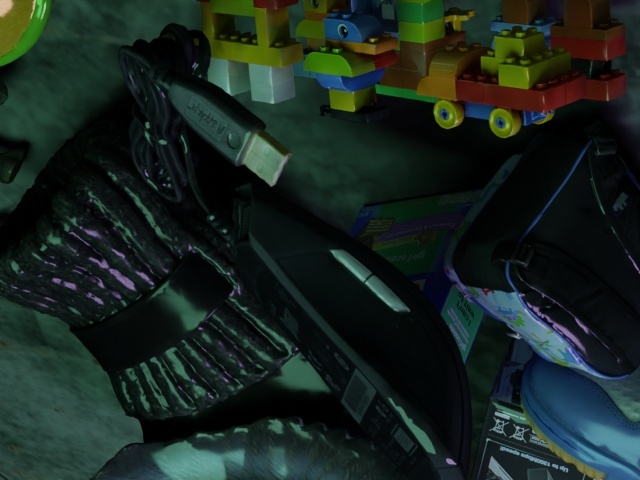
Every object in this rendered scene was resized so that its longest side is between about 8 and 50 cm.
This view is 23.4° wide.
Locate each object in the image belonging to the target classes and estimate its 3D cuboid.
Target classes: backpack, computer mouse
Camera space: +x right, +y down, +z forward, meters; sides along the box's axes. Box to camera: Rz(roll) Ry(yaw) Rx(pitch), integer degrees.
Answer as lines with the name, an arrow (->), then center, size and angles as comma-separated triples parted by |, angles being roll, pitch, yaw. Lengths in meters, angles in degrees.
backpack -> 0.131, 0.010, 0.813 | 0.114, 0.105, 0.084 | 44, 162, -28
computer mouse -> 0.000, 0.000, 0.748 | 0.262, 0.060, 0.184 | 47, 164, 16

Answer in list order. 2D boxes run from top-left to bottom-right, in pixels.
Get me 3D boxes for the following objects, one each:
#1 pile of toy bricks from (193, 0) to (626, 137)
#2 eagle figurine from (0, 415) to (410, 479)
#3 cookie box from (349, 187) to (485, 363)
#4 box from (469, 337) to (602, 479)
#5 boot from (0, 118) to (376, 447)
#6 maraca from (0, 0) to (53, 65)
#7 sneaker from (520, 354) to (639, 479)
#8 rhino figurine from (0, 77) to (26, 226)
pile of toy bricks -> 0.042, -0.119, 0.722 | 0.212, 0.118, 0.105 | 14, 117, 42
eagle figurine -> -0.080, 0.231, 0.959 | 0.226, 0.298, 0.225 | 172, 84, -76
cookie box -> 0.050, 0.026, 0.869 | 0.092, 0.107, 0.040 | -8, 132, 36
box -> 0.237, 0.212, 0.964 | 0.307, 0.076, 0.242 | 16, 127, 12
boot -> -0.118, 0.080, 1.009 | 0.260, 0.131, 0.348 | 29, 133, -17
maraca -> -0.198, -0.175, 0.781 | 0.127, 0.099, 0.186 | -20, 100, 34
sneaker -> 0.260, 0.078, 0.833 | 0.296, 0.112, 0.131 | 9, 132, 8
rhino figurine -> -0.249, -0.049, 0.982 | 0.106, 0.073, 0.243 | 24, 142, -3
